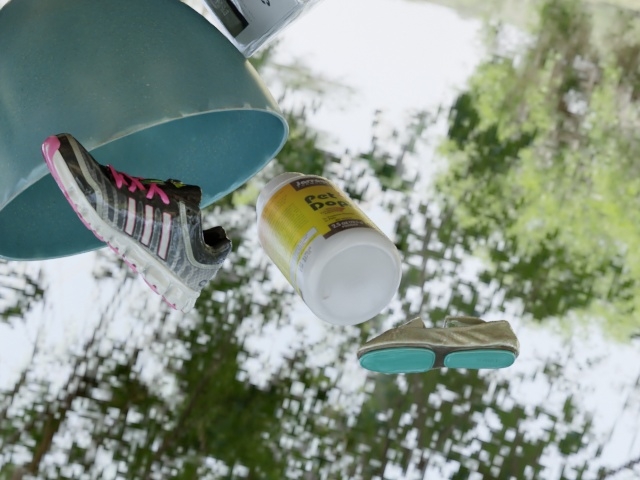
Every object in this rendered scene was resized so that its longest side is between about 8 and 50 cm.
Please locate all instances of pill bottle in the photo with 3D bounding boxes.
[{"bbox_3d":[0.000,0.000,1.391,0.117,0.117,0.215,8,-159,-28],"label":"pill bottle"}]

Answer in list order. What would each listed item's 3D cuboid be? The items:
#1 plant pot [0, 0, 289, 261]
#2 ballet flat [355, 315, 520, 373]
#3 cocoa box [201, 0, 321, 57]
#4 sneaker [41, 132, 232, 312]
[{"bbox_3d":[-0.199,-0.131,1.109,0.290,0.290,0.195,-5,-112,-56],"label":"plant pot"},{"bbox_3d":[0.114,0.102,1.214,0.168,0.057,0.052,2,-128,-10],"label":"ballet flat"},{"bbox_3d":[-0.061,-0.382,1.077,0.347,0.228,0.231,53,166,-8],"label":"cocoa box"},{"bbox_3d":[-0.125,-0.025,0.867,0.170,0.075,0.063,48,180,-31],"label":"sneaker"}]
